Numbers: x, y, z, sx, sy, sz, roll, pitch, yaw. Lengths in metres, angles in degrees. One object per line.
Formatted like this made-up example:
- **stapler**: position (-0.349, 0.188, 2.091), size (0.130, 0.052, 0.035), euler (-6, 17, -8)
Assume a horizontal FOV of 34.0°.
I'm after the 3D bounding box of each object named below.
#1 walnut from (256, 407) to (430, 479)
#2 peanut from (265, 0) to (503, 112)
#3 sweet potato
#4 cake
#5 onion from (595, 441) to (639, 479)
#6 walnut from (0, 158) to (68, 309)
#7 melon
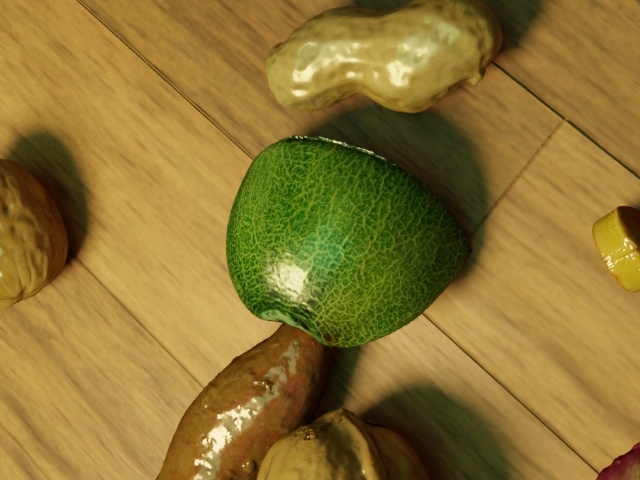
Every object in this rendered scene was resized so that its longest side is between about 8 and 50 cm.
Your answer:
- **walnut**: position (0.026, 0.291, 1.053), size (0.198, 0.198, 0.245), euler (-4, 87, 25)
- **peanut**: position (0.057, -0.190, 1.071), size (0.263, 0.101, 0.117), euler (0, 73, 25)
- **sweet potato**: position (-0.077, 0.190, 1.142), size (0.131, 0.131, 0.337), euler (33, 96, 20)
- **cake**: position (0.293, 0.007, 0.980), size (0.044, 0.084, 0.084), euler (-33, 79, 31)
- **onion**: position (0.355, 0.326, 0.857), size (0.347, 0.285, 0.348), euler (4, 103, 18)
- **walnut**: position (-0.389, -0.013, 1.263), size (0.155, 0.155, 0.184), euler (-24, 87, 24)
- **melon**: position (0.000, 0.000, 1.054), size (0.265, 0.129, 0.169), euler (18, 62, 21)
